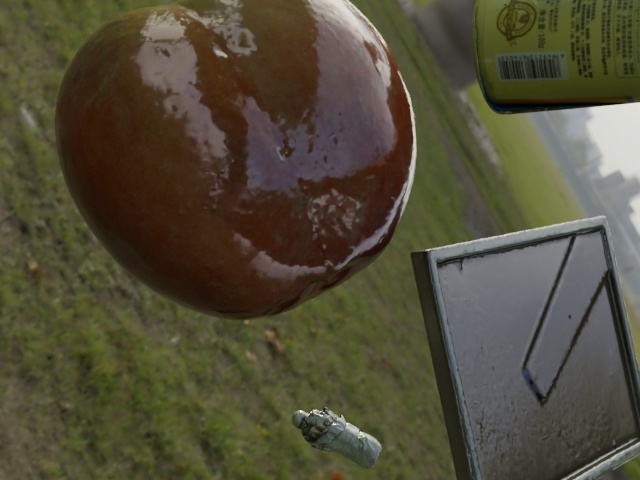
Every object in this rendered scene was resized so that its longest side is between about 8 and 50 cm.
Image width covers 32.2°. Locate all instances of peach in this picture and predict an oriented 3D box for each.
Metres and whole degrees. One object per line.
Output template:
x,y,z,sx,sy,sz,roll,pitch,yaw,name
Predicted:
-0.053,-0.064,0.785,0.252,0.252,0.252,56,14,-21,peach

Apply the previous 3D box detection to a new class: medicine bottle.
0.254,-0.171,0.920,0.124,0.239,0.124,-9,101,-63,medicine bottle

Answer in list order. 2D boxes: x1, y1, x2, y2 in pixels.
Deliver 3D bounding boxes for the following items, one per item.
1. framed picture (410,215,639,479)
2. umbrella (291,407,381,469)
0.201,0.106,0.981,0.324,0.020,0.240,-11,88,-50,framed picture
0.023,0.293,1.664,0.144,0.062,0.067,24,-24,-1,umbrella
